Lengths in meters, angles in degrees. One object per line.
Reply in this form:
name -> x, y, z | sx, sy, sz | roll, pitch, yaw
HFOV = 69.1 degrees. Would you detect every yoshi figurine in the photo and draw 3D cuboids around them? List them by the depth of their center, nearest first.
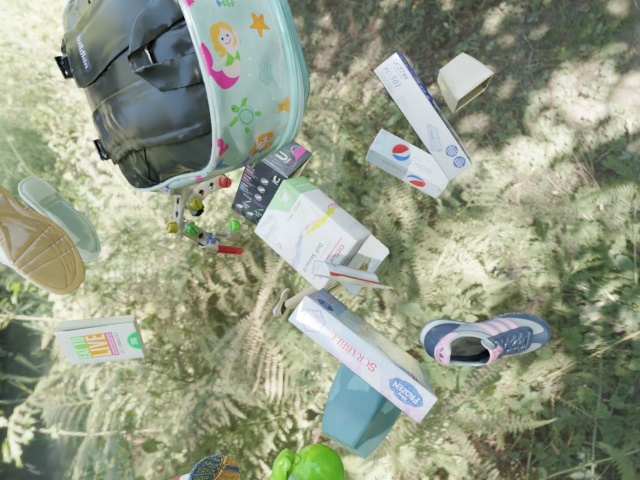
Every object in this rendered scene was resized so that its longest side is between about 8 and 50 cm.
yoshi figurine -> -0.007, 0.476, 0.845 | 0.362, 0.203, 0.204 | 162, 107, -74

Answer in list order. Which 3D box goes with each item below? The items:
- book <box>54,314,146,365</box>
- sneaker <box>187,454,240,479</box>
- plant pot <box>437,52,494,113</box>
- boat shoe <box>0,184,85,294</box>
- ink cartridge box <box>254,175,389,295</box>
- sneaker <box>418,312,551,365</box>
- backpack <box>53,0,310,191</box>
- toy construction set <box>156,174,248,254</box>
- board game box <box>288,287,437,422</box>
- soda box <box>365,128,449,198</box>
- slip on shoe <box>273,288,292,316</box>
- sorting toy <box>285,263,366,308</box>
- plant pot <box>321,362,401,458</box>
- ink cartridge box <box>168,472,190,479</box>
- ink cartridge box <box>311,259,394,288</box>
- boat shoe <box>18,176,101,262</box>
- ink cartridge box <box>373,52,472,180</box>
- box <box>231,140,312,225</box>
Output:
book -> -0.430, 0.198, 0.918 | 0.035, 0.144, 0.096 | -105, 10, -58
sneaker -> -0.250, 0.600, 1.014 | 0.111, 0.296, 0.131 | 8, 101, 0
plant pot -> 0.359, -0.409, 1.188 | 0.109, 0.109, 0.096 | -37, 83, 5
boat shoe -> -0.528, -0.003, 0.818 | 0.277, 0.098, 0.096 | 44, 142, -1
ink cartridge box -> 0.000, 0.000, 1.366 | 0.353, 0.119, 0.207 | 41, 117, 15
sneaker -> 0.398, 0.242, 1.065 | 0.131, 0.319, 0.112 | -117, 23, -74
backpack -> -0.123, -0.168, 0.447 | 0.253, 0.191, 0.225 | 3, 115, 56
toy construction set -> -0.384, -0.077, 1.371 | 0.309, 0.237, 0.257 | 47, 116, 36
board game box -> 0.095, 0.233, 1.040 | 0.318, 0.318, 0.066 | 38, 91, 7
soda box -> 0.230, -0.197, 1.200 | 0.216, 0.074, 0.069 | 30, 75, 4
slip on shoe -> -0.147, 0.256, 1.921 | 0.041, 0.051, 0.135 | -7, 38, 42
sorting toy -> 0.033, 0.160, 1.691 | 0.307, 0.229, 0.041 | -33, 72, 12
plant pot -> 0.116, 0.450, 1.268 | 0.165, 0.166, 0.234 | 13, 59, 36
ink cartridge box -> -0.326, 0.697, 1.154 | 0.128, 0.127, 0.176 | -17, 36, -1
ink cartridge box -> 0.076, 0.081, 1.127 | 0.179, 0.145, 0.045 | -10, 68, 65
boat shoe -> -0.569, -0.037, 1.021 | 0.228, 0.081, 0.068 | 50, 142, 0
ink cartridge box -> 0.168, -0.202, 0.748 | 0.046, 0.097, 0.207 | -34, 101, 24
box -> -0.162, -0.191, 1.501 | 0.143, 0.165, 0.270 | 35, 138, 3
